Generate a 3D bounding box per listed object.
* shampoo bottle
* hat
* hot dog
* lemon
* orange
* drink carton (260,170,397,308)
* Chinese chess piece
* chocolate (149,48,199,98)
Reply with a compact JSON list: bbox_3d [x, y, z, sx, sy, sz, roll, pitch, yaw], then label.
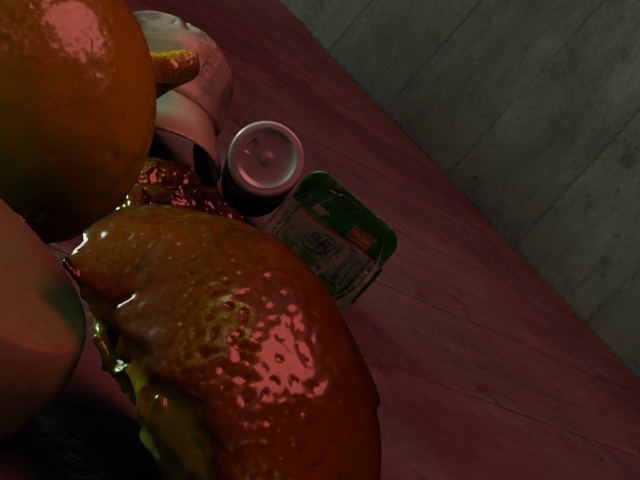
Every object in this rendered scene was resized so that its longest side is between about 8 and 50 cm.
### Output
[{"bbox_3d":[-0.077,-0.081,2.022,0.092,0.092,0.303,41,-8,-1],"label":"shampoo bottle"},{"bbox_3d":[-0.190,-0.181,2.020,0.232,0.161,0.275,30,20,-29],"label":"hat"},{"bbox_3d":[-0.139,-0.008,1.707,0.160,0.099,0.227,45,10,14],"label":"hot dog"},{"bbox_3d":[-0.255,-0.106,1.390,0.240,0.240,0.219,30,42,-43],"label":"lemon"},{"bbox_3d":[-0.063,0.120,1.196,0.334,0.196,0.263,-128,-152,-48],"label":"orange"},{"bbox_3d":[0.000,0.000,2.040,0.146,0.144,0.142,40,3,-8],"label":"drink carton"},{"bbox_3d":[-0.287,0.024,1.125,0.273,0.102,0.273,41,11,-10],"label":"Chinese chess piece"},{"bbox_3d":[-0.227,-0.184,1.867,0.219,0.086,0.085,-24,62,-44],"label":"chocolate"}]
